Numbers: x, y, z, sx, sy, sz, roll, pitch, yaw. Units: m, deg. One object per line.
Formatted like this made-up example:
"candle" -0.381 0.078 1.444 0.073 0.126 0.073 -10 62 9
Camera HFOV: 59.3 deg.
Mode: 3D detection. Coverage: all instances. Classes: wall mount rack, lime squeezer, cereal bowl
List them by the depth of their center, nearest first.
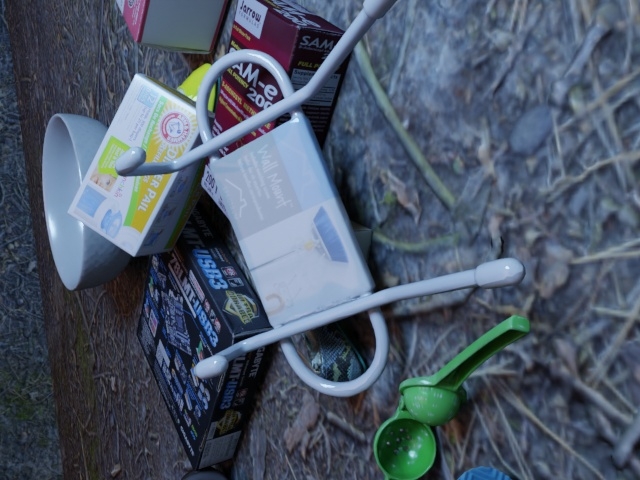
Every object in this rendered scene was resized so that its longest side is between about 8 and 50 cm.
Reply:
"lime squeezer" 0.080 0.163 0.464 0.058 0.110 0.311 24 114 10
"wall mount rack" -0.011 -0.028 0.472 0.304 0.130 0.350 -23 87 26
"cereal bowl" -0.442 -0.076 1.113 0.339 0.141 0.339 13 106 53

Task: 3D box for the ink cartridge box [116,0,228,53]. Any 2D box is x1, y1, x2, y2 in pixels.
"ink cartridge box" -0.218 -0.427 0.766 0.283 0.117 0.207 59 138 30

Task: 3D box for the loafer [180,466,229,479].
"loafer" -0.177 0.522 0.878 0.130 0.133 0.366 -157 73 -80

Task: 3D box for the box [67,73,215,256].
"box" -0.217 -0.095 0.739 0.114 0.103 0.203 31 99 8

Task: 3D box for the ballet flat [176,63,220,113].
"ballet flat" -0.211 -0.154 0.833 0.077 0.077 0.231 57 137 34

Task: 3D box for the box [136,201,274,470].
"box" -0.191 0.139 0.857 0.295 0.073 0.293 50 132 38

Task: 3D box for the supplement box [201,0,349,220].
"supplement box" -0.058 -0.135 0.628 0.130 0.073 0.240 47 129 40

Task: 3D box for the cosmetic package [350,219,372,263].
"cosmetic package" 0.000 0.000 0.594 0.115 0.041 0.060 30 117 48

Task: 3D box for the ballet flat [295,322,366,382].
"ballet flat" -0.022 0.083 0.613 0.188 0.070 0.070 53 135 37

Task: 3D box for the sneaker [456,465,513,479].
"sneaker" 0.150 0.289 0.404 0.229 0.087 0.092 67 149 33
